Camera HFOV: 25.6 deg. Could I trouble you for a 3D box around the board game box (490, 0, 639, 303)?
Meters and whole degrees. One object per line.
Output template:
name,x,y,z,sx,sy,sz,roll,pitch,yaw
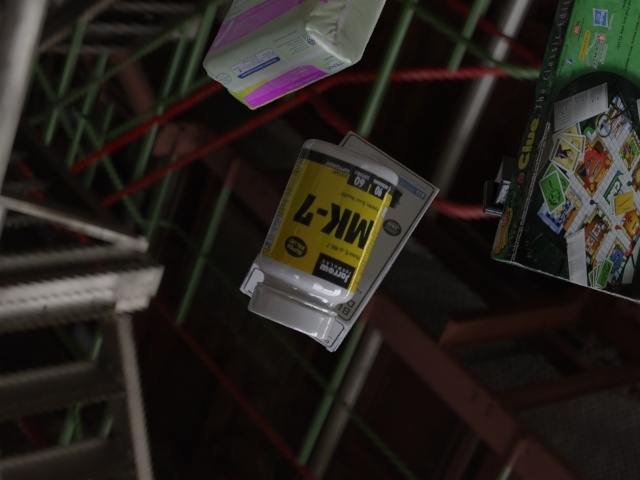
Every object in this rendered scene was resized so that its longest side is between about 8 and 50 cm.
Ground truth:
board game box,0.216,-0.093,1.002,0.136,0.260,0.030,17,176,-16

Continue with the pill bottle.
pill bottle,0.000,0.000,1.608,0.119,0.208,0.119,21,178,1

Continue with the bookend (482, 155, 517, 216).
bookend,0.372,-0.106,2.382,0.156,0.157,0.072,12,-132,-4

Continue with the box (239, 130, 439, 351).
box,0.031,-0.002,2.046,0.169,0.087,0.290,35,-123,3

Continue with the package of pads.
package of pads,-0.006,-0.315,1.713,0.101,0.229,0.296,37,-119,-25
